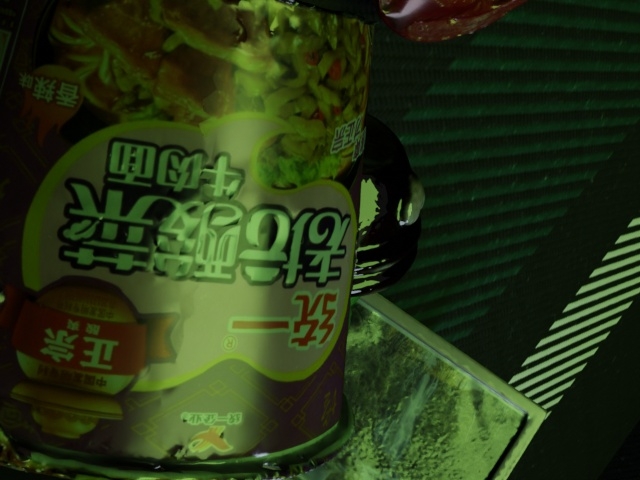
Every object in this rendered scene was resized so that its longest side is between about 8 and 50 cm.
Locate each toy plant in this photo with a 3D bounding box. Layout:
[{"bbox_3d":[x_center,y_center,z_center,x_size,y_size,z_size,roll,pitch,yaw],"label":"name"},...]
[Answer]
[{"bbox_3d":[0.000,0.000,0.979,0.218,0.176,0.235,-69,173,-55],"label":"toy plant"}]

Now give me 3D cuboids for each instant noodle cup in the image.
[{"bbox_3d":[-0.111,-0.035,0.666,0.340,0.340,0.265,-4,111,-54],"label":"instant noodle cup"}]

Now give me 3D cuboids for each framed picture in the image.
[{"bbox_3d":[0.070,0.204,1.183,0.240,0.324,0.020,-55,-167,-7],"label":"framed picture"}]

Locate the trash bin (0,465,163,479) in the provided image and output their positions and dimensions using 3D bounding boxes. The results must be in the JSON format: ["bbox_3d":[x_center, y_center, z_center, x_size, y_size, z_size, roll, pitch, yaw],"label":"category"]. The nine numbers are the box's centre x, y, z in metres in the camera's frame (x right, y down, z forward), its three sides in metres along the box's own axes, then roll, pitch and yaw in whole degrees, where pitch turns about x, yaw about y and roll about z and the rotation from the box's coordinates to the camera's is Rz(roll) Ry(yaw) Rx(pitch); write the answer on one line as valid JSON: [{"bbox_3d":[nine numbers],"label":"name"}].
[{"bbox_3d":[-0.200,0.186,0.778,0.182,0.291,0.209,-89,179,-50],"label":"trash bin"}]

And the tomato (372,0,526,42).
[{"bbox_3d":[0.136,-0.298,0.955,0.233,0.139,0.200,-36,153,31],"label":"tomato"}]
